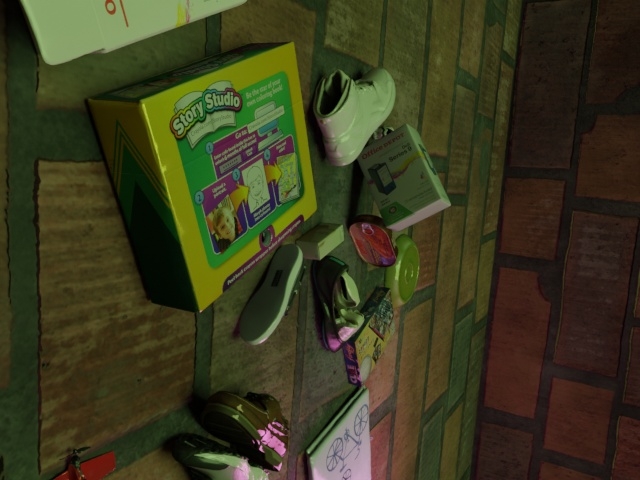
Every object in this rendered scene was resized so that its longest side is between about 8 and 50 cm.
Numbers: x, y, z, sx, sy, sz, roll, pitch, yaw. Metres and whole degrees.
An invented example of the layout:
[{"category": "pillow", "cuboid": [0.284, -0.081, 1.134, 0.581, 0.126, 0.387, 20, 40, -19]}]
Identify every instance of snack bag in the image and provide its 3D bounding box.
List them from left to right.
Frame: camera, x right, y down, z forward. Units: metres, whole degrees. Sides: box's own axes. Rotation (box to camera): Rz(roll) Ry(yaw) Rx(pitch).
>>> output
[{"category": "snack bag", "cuboid": [0.059, 0.619, 1.550, 0.323, 0.037, 0.343, -35, 126, -53]}]

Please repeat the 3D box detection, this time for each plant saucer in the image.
[{"category": "plant saucer", "cuboid": [0.264, 0.101, 1.785, 0.241, 0.037, 0.241, -23, 117, -57]}]

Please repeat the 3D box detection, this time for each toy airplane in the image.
[{"category": "toy airplane", "cuboid": [-0.332, 0.354, 0.771, 0.151, 0.028, 0.151, -25, 119, -58]}]

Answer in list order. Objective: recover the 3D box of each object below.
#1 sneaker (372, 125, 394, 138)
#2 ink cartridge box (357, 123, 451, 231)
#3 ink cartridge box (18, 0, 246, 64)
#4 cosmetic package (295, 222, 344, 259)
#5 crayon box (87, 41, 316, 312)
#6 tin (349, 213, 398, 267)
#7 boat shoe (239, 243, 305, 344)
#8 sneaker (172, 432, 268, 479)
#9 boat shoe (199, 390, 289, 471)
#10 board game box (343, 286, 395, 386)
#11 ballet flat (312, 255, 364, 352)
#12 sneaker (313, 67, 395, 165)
[{"category": "sneaker", "cuboid": [0.178, -0.286, 1.520, 0.109, 0.043, 0.040, -27, 119, -58]}, {"category": "ink cartridge box", "cuboid": [0.200, -0.152, 1.391, 0.093, 0.154, 0.212, 13, 53, -61]}, {"category": "ink cartridge box", "cuboid": [-0.244, -0.342, 0.653, 0.353, 0.119, 0.207, -47, 137, -48]}, {"category": "cosmetic package", "cuboid": [0.000, 0.000, 1.254, 0.115, 0.060, 0.041, -39, 129, -53]}, {"category": "crayon box", "cuboid": [-0.151, -0.119, 0.899, 0.363, 0.106, 0.313, -44, 133, -49]}, {"category": "tin", "cuboid": [0.138, 0.002, 1.461, 0.190, 0.106, 0.040, 64, 36, -47]}, {"category": "boat shoe", "cuboid": [-0.085, 0.114, 1.119, 0.076, 0.080, 0.228, 63, 37, -45]}, {"category": "sneaker", "cuboid": [-0.179, 0.420, 1.001, 0.108, 0.100, 0.271, -61, 146, -24]}, {"category": "boat shoe", "cuboid": [-0.134, 0.334, 1.064, 0.307, 0.110, 0.104, 75, 31, -53]}, {"category": "board game box", "cuboid": [0.140, 0.265, 1.597, 0.243, 0.042, 0.165, -47, 137, -46]}, {"category": "ballet flat", "cuboid": [0.046, 0.164, 1.342, 0.095, 0.096, 0.280, -50, 139, -45]}, {"category": "sneaker", "cuboid": [0.081, -0.327, 1.265, 0.292, 0.108, 0.169, -63, 149, -29]}]
